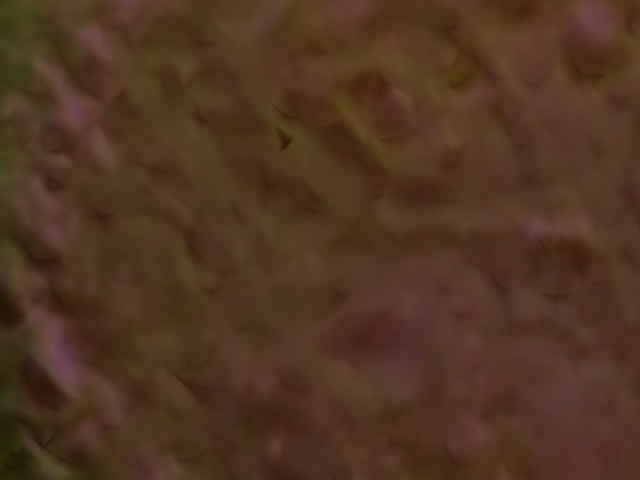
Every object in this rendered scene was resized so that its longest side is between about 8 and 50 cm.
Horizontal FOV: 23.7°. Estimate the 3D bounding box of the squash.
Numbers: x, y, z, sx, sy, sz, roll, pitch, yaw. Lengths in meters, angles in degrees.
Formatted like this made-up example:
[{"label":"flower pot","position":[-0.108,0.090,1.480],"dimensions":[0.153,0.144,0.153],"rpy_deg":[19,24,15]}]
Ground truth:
[{"label":"squash","position":[0.023,0.014,0.502],"dimensions":[0.310,0.310,0.309],"rpy_deg":[23,-11,-6]}]
